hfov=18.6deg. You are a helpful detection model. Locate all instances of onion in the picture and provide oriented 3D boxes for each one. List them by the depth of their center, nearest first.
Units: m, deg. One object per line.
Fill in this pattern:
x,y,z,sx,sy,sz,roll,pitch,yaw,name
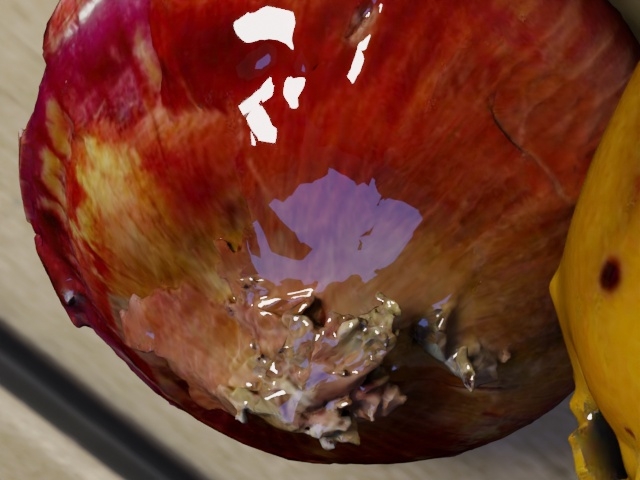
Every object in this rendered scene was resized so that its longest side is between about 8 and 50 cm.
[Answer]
0.000,0.000,0.642,0.230,0.163,0.230,10,140,9,onion

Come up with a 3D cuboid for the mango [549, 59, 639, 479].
0.182,-0.024,0.540,0.201,0.287,0.152,34,173,29,mango
